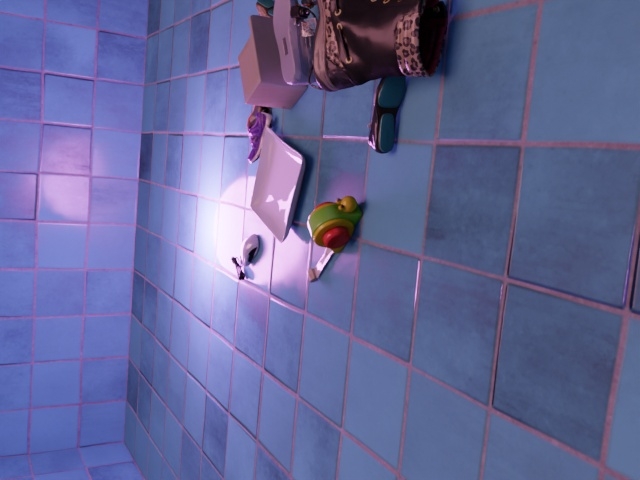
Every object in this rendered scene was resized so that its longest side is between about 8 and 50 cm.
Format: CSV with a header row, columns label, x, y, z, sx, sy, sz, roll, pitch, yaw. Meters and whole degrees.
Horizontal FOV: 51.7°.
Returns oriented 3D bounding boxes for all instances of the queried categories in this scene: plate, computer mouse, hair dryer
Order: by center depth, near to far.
label,x,y,z,sx,sy,sz,roll,pitch,yaw
hair dryer,0.058,-0.503,1.638,0.293,0.080,0.223,6,120,49
plate,-0.125,-0.171,2.009,0.278,0.045,0.277,46,127,52
computer mouse,-0.259,0.047,2.240,0.193,0.042,0.106,-59,40,42

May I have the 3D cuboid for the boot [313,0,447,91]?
label,x,y,z,sx,sy,sz,roll,pitch,yaw
boot,0.125,-0.512,1.411,0.284,0.138,0.377,9,95,39

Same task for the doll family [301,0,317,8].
label,x,y,z,sx,sy,sz,roll,pitch,yaw
doll family,-0.009,-0.698,1.723,0.263,0.163,0.118,-53,13,47

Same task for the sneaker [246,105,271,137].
label,x,y,z,sx,sy,sz,roll,pitch,yaw
sneaker,-0.193,-0.392,2.127,0.065,0.061,0.158,35,119,49

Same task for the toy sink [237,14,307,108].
label,x,y,z,sx,sy,sz,roll,pitch,yaw
toy sink,-0.150,-0.524,1.960,0.131,0.153,0.234,-39,57,54

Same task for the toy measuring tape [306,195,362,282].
label,x,y,z,sx,sy,sz,roll,pitch,yaw
toy measuring tape,0.000,0.000,1.712,0.330,0.121,0.121,-58,42,43

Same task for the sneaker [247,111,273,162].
label,x,y,z,sx,sy,sz,roll,pitch,yaw
sneaker,-0.203,-0.330,2.112,0.068,0.071,0.170,-62,-8,-70

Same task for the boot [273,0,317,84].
label,x,y,z,sx,sy,sz,roll,pitch,yaw
boot,-0.049,-0.551,1.798,0.095,0.123,0.258,1,98,56

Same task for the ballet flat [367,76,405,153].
label,x,y,z,sx,sy,sz,roll,pitch,yaw
ballet flat,0.144,-0.302,1.515,0.074,0.074,0.203,31,118,57

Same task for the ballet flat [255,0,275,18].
label,x,y,z,sx,sy,sz,roll,pitch,yaw
ballet flat,-0.141,-0.699,2.055,0.206,0.073,0.067,-124,18,-50
